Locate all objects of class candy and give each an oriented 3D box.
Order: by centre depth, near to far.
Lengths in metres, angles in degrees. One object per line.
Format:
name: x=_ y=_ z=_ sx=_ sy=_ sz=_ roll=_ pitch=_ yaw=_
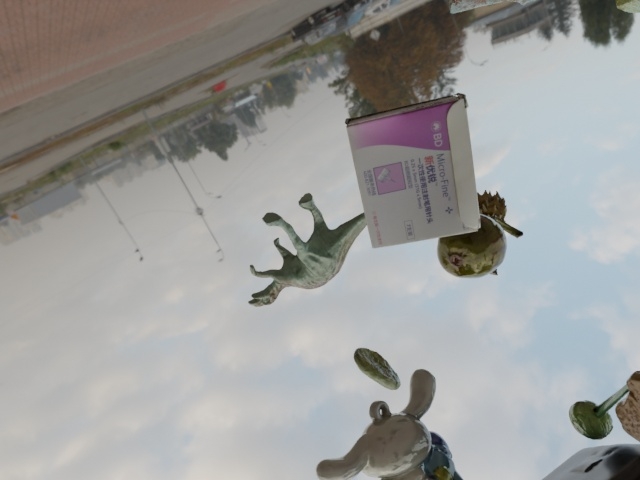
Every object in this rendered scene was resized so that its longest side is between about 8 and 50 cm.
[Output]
candy: x=0.659 y=0.377 z=1.094 sx=0.092 sy=0.335 sz=0.093 roll=-3 pitch=-127 yaw=7

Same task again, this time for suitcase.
suitcase: x=0.619 y=0.600 z=1.079 sx=0.339 sy=0.188 sz=0.345 roll=-30 pitch=157 yaw=-13

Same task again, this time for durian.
durian: x=0.420 y=-0.052 z=1.372 sx=0.305 sy=0.196 sz=0.185 roll=-76 pitch=-168 yaw=-47

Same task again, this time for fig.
fig: x=0.335 y=-0.007 z=1.011 sx=0.148 sy=0.142 sz=0.186 roll=18 pitch=-122 yaw=29

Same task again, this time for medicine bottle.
medicine bottle: x=0.139 y=-0.099 z=0.707 sx=0.171 sy=0.201 sz=0.052 roll=-9 pitch=-161 yaw=12

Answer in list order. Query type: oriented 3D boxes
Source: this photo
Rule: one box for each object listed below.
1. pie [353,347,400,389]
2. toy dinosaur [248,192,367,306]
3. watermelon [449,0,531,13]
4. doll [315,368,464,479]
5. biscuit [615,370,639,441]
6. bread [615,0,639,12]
pie: x=0.083 y=0.188 z=0.699 sx=0.021 sy=0.084 sz=0.084 roll=-56 pitch=-164 yaw=10
toy dinosaur: x=0.000 y=0.000 z=0.903 sx=0.393 sy=0.205 sz=0.092 roll=-22 pitch=-150 yaw=11
watermelon: x=0.126 y=-0.198 z=0.364 sx=0.061 sy=0.085 sz=0.085 roll=-49 pitch=-177 yaw=36
doll: x=0.202 y=0.538 z=1.094 sx=0.376 sy=0.365 sz=0.187 roll=-28 pitch=177 yaw=-19
biscuit: x=0.510 y=0.283 z=0.617 sx=0.035 sy=0.184 sz=0.249 roll=-24 pitch=-141 yaw=-15
bread: x=0.512 y=-0.416 z=0.713 sx=0.111 sy=0.129 sz=0.114 roll=-6 pitch=-161 yaw=25
